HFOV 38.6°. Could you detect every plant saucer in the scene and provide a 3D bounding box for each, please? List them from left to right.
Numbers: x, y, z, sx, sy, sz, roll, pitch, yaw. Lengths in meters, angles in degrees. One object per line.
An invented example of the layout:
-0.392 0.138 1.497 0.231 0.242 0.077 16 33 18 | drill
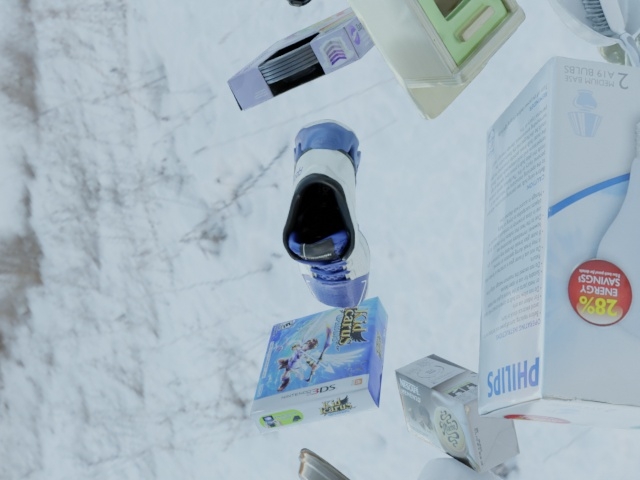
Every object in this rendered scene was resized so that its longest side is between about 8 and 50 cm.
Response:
0.065 0.430 1.428 0.278 0.041 0.278 38 164 13 | plant saucer

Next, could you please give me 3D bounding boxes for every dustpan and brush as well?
0.407 -0.297 1.263 0.060 0.147 0.211 144 109 -69 | dustpan and brush

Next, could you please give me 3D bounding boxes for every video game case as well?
0.003 0.240 1.794 0.244 0.270 0.061 -16 121 19 | video game case

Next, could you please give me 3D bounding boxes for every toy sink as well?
0.168 -0.292 1.221 0.131 0.153 0.234 13 144 57 | toy sink

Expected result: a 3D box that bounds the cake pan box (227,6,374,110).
-0.012 -0.333 1.609 0.245 0.267 0.070 -20 109 30 | cake pan box

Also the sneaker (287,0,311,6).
-0.066 -0.527 1.823 0.293 0.102 0.146 154 109 -67 | sneaker

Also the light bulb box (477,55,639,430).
0.379 0.025 1.020 0.225 0.357 0.361 116 159 -74 | light bulb box

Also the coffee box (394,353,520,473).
0.302 0.382 2.061 0.297 0.118 0.168 17 123 63 | coffee box

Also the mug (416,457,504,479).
0.282 0.728 2.061 0.276 0.328 0.374 24 145 18 | mug

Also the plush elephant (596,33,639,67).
0.551 -0.238 1.399 0.271 0.330 0.256 -12 108 25 | plush elephant

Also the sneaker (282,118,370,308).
0.000 -0.001 1.361 0.127 0.182 0.316 1 128 9 | sneaker
